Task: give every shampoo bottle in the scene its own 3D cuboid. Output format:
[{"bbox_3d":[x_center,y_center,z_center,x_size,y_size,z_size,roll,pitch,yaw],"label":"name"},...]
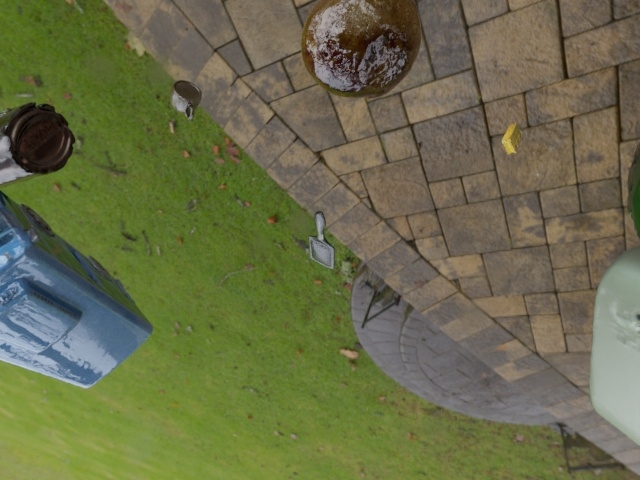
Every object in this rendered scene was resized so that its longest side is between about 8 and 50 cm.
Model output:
[{"bbox_3d":[-0.490,-0.088,0.533,0.323,0.129,0.084,-15,129,8],"label":"shampoo bottle"}]

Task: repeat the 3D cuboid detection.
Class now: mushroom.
[{"bbox_3d":[0.126,-0.549,1.162,0.239,0.345,0.345,43,135,21],"label":"mushroom"}]

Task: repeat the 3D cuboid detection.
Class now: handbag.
[{"bbox_3d":[0.583,-0.309,1.263,0.027,0.083,0.061,1,141,50],"label":"handbag"}]

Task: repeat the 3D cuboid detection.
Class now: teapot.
[{"bbox_3d":[-0.354,-0.362,1.091,0.068,0.076,0.121,-46,63,45],"label":"teapot"}]

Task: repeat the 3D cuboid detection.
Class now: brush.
[{"bbox_3d":[0.000,0.000,0.836,0.063,0.016,0.193,24,149,17],"label":"brush"}]

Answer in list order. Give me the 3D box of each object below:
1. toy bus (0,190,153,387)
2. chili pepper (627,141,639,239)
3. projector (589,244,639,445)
[{"bbox_3d":[-0.289,0.057,0.428,0.134,0.116,0.234,40,163,27],"label":"toy bus"},{"bbox_3d":[0.332,-0.043,0.208,0.249,0.256,0.233,-19,108,6],"label":"chili pepper"},{"bbox_3d":[0.470,0.137,0.412,0.249,0.249,0.248,-14,111,-10],"label":"projector"}]
